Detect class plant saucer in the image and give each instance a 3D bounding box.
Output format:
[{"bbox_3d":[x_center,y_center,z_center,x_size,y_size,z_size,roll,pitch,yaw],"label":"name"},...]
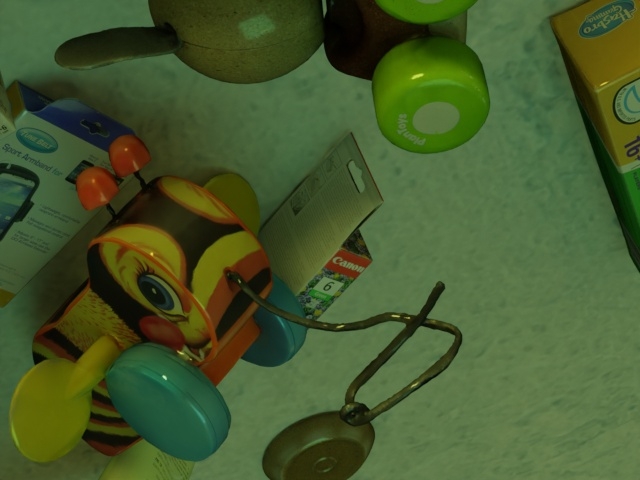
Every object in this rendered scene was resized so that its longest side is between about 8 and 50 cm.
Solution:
[{"bbox_3d":[0.001,0.152,1.113,0.083,0.015,0.083,-13,138,-12],"label":"plant saucer"}]

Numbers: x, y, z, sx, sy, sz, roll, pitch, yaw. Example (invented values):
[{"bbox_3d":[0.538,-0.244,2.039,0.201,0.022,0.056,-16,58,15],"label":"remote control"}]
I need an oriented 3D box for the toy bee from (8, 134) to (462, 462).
[{"bbox_3d":[-0.074,0.020,0.832,0.298,0.195,0.162,-29,107,32],"label":"toy bee"}]

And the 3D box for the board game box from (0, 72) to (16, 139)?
[{"bbox_3d":[-0.219,-0.053,0.724,0.154,0.103,0.026,-29,139,7],"label":"board game box"}]

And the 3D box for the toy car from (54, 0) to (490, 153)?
[{"bbox_3d":[-0.028,-0.127,0.712,0.188,0.155,0.149,-7,138,0],"label":"toy car"}]

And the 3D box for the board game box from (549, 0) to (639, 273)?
[{"bbox_3d":[0.315,-0.105,0.944,0.316,0.064,0.242,-27,139,4],"label":"board game box"}]

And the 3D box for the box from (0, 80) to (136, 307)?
[{"bbox_3d":[-0.160,-0.027,0.839,0.136,0.028,0.081,-44,135,19],"label":"box"}]

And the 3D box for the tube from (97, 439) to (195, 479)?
[{"bbox_3d":[-0.137,0.204,0.977,0.062,0.240,0.070,35,148,-13],"label":"tube"}]

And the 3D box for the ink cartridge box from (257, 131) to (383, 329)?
[{"bbox_3d":[0.000,0.000,0.912,0.029,0.063,0.115,21,123,-38],"label":"ink cartridge box"}]
